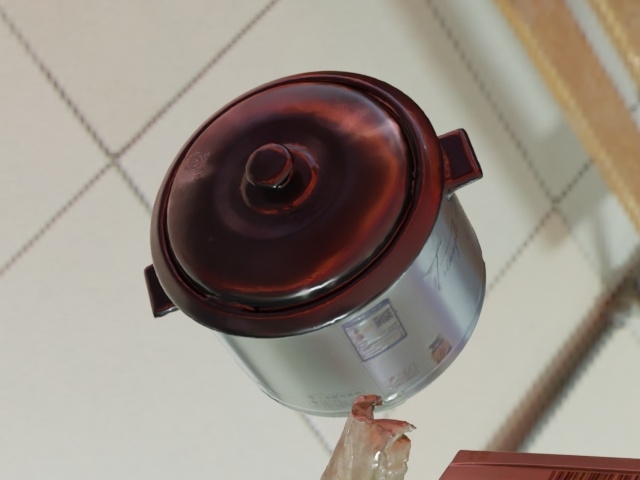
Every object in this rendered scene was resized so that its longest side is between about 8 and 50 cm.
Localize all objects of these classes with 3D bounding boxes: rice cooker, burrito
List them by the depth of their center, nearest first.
[{"bbox_3d":[0.018,0.158,1.022,0.041,0.055,0.149,-32,141,-58],"label":"burrito"},{"bbox_3d":[0.000,0.000,1.400,0.227,0.280,0.241,56,15,-52],"label":"rice cooker"}]

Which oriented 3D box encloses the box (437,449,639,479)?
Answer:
[{"bbox_3d":[0.176,0.202,1.076,0.058,0.201,0.141,-44,127,-57],"label":"box"}]
